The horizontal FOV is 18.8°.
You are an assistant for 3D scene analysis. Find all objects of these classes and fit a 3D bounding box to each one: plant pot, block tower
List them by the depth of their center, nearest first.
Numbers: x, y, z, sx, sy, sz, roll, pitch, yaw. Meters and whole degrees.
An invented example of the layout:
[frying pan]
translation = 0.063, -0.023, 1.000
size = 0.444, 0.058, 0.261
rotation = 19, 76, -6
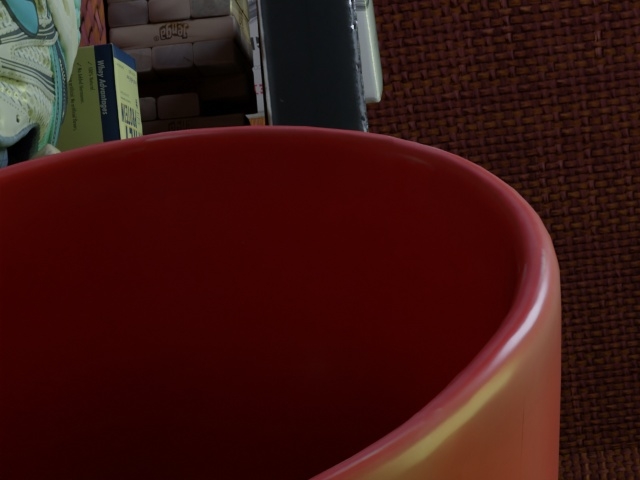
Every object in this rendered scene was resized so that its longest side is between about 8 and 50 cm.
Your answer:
[plant pot]
translation = -0.047, 0.128, 0.588
size = 0.275, 0.275, 0.243
rotation = -83, 162, -65
[block tower]
translation = -0.091, -0.093, 1.344
size = 0.097, 0.091, 0.335
rotation = 49, 36, -78

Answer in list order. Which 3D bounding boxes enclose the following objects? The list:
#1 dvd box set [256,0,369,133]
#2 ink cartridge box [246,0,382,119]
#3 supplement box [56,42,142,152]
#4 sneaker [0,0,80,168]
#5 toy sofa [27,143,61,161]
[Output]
[dvd box set]
translation = 0.000, 0.000, 1.314
size = 0.420, 0.062, 0.307
rotation = 90, -5, -73
[ink cartridge box]
translation = -0.038, -0.219, 1.645
size = 0.092, 0.158, 0.218
rotation = -85, 167, -68
[supplement box]
translation = -0.132, -0.048, 0.946
size = 0.056, 0.083, 0.083
rotation = 21, 63, -83
[sneaker]
translation = -0.148, -0.085, 0.745
size = 0.283, 0.110, 0.122
rotation = 65, 23, -71
[toy sofa]
translation = -0.087, 0.100, 0.896
size = 0.177, 0.150, 0.362
rotation = 48, -1, 12
